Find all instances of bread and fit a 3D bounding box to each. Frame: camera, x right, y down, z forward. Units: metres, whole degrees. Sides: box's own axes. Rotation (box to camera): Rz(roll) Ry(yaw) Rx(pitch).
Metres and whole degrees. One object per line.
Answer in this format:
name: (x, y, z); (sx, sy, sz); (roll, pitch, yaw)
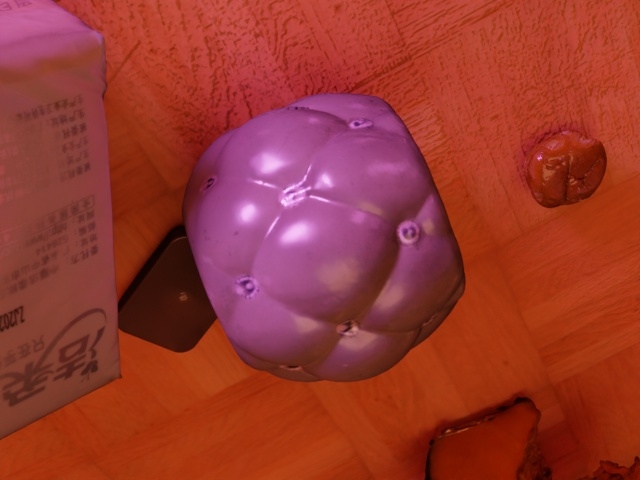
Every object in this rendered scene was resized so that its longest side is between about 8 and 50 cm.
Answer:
bread: (0.240, -0.071, 0.895); (0.083, 0.046, 0.081); (9, 119, -20)

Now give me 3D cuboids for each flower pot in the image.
flower pot: (0.000, 0.000, 0.756); (0.195, 0.246, 0.246); (-23, 127, 0)

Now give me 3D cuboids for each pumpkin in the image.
pumpkin: (0.264, 0.362, 1.072); (0.256, 0.303, 0.225); (-43, 137, -19)

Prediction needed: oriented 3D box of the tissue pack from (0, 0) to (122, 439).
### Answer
tissue pack: (-0.352, 0.019, 0.598); (0.404, 0.205, 0.332); (-27, 137, -37)

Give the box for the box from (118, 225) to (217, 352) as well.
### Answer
box: (-0.135, 0.047, 0.876); (0.091, 0.031, 0.126); (26, 113, -30)
